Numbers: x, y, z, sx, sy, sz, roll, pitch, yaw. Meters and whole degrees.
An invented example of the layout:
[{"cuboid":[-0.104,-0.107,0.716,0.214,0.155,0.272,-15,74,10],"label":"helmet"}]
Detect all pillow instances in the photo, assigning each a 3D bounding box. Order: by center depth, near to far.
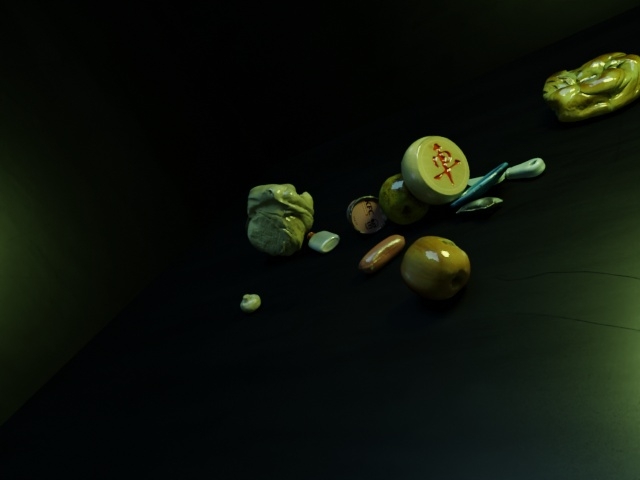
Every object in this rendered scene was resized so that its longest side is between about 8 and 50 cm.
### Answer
[{"cuboid":[0.526,-0.113,1.660,0.091,0.055,0.135,-49,23,-26],"label":"pillow"}]

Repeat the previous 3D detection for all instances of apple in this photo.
[{"cuboid":[0.315,0.076,1.360,0.199,0.199,0.199,-27,20,11],"label":"apple"}]

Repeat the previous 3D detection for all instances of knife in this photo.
[{"cuboid":[0.647,-0.226,1.801,0.331,0.044,0.080,-12,36,55],"label":"knife"}]

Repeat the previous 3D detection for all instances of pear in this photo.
[{"cuboid":[0.316,-0.165,1.878,0.197,0.197,0.197,-27,20,11],"label":"pear"}]

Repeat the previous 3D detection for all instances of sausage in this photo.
[{"cuboid":[0.210,0.046,1.715,0.194,0.077,0.077,-38,21,-19],"label":"sausage"}]

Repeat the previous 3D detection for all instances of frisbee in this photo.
[{"cuboid":[0.555,-0.181,1.740,0.242,0.045,0.242,-39,-2,-2],"label":"frisbee"}]

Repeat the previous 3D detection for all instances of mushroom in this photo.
[{"cuboid":[-0.272,0.241,1.946,0.083,0.067,0.083,-20,23,9],"label":"mushroom"}]

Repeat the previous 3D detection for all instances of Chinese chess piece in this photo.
[{"cuboid":[0.408,-0.249,1.775,0.251,0.251,0.097,-42,4,-28],"label":"Chinese chess piece"}]

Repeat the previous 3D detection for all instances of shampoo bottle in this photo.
[{"cuboid":[0.000,0.000,2.153,0.108,0.051,0.221,-38,21,-12],"label":"shampoo bottle"}]

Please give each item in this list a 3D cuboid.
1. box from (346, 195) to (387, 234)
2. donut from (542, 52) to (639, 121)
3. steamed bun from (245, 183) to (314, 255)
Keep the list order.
[{"cuboid":[0.176,-0.105,2.021,0.151,0.151,0.135,-34,12,-7],"label":"box"},{"cuboid":[1.030,-0.584,1.904,0.360,0.170,0.360,-25,20,10],"label":"donut"},{"cuboid":[-0.178,-0.104,2.243,0.325,0.372,0.230,19,35,27],"label":"steamed bun"}]
